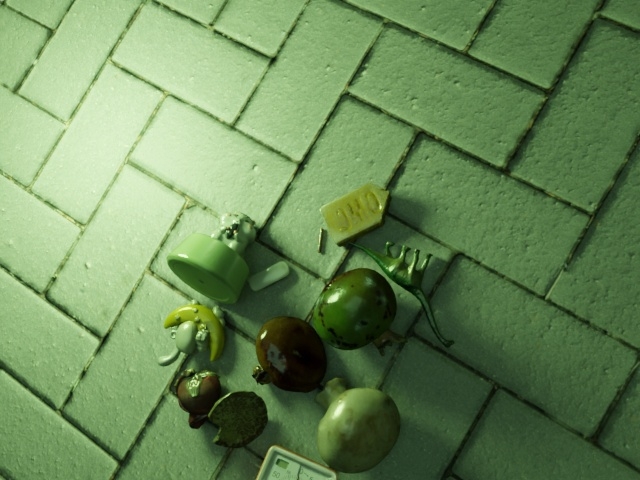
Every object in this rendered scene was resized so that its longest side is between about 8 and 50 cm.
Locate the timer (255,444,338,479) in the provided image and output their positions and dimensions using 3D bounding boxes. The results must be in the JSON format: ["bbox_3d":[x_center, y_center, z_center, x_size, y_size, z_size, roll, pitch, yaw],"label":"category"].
[{"bbox_3d":[-0.093,0.856,1.638,0.258,0.161,0.249,18,77,13],"label":"timer"}]

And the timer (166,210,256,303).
[{"bbox_3d":[-0.352,0.028,1.777,0.291,0.290,0.315,24,64,13],"label":"timer"}]

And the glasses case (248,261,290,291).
[{"bbox_3d":[-0.191,0.135,1.816,0.164,0.041,0.063,-28,79,5],"label":"glasses case"}]

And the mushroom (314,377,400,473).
[{"bbox_3d":[0.105,0.599,1.610,0.297,0.297,0.290,-51,40,0],"label":"mushroom"}]

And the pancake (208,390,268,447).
[{"bbox_3d":[-0.287,0.630,1.708,0.212,0.029,0.235,-6,108,-23],"label":"pancake"}]

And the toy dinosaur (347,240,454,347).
[{"bbox_3d":[0.281,0.169,1.709,0.448,0.087,0.300,15,92,14],"label":"toy dinosaur"}]

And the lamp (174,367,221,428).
[{"bbox_3d":[-0.413,0.558,1.756,0.215,0.151,0.223,-8,120,11],"label":"lamp"}]

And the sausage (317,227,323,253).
[{"bbox_3d":[0.000,0.000,1.813,0.015,0.015,0.100,6,83,12],"label":"sausage"}]

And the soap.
[{"bbox_3d":[0.143,-0.102,1.767,0.258,0.080,0.160,-27,78,6],"label":"soap"}]

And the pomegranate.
[{"bbox_3d":[0.127,0.263,1.627,0.291,0.291,0.323,-24,87,7],"label":"pomegranate"}]

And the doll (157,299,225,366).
[{"bbox_3d":[-0.472,0.347,1.807,0.238,0.111,0.251,5,82,-4],"label":"doll"}]

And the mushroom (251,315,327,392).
[{"bbox_3d":[-0.116,0.389,1.698,0.255,0.267,0.267,4,81,45],"label":"mushroom"}]
